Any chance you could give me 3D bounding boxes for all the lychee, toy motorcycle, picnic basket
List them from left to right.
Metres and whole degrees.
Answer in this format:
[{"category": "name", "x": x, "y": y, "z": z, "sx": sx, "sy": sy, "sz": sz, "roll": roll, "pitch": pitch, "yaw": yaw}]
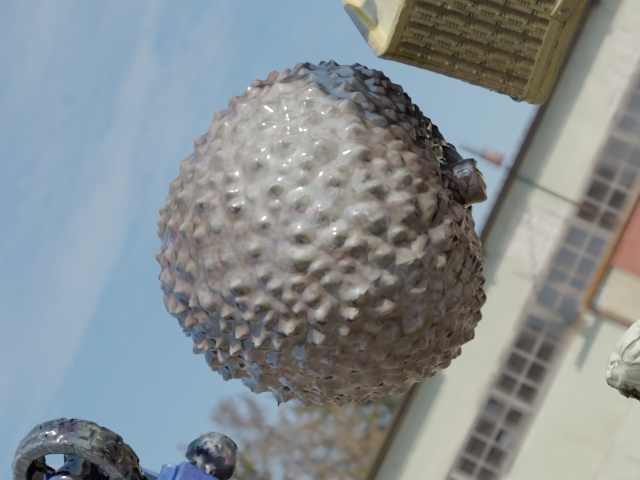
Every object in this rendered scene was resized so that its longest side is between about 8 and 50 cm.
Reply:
[{"category": "toy motorcycle", "x": -0.066, "y": 0.159, "z": 0.729, "sx": 0.114, "sy": 0.205, "sz": 0.076, "roll": -53, "pitch": 12, "yaw": 36}, {"category": "lychee", "x": 0.000, "y": -0.004, "z": 1.210, "sx": 0.300, "sy": 0.300, "sz": 0.300, "roll": -58, "pitch": -15, "yaw": -25}, {"category": "picnic basket", "x": 0.164, "y": -0.306, "z": 1.339, "sx": 0.228, "sy": 0.175, "sz": 0.313, "roll": -111, "pitch": 38, "yaw": -65}]

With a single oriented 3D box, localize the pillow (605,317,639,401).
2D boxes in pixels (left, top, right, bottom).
[{"category": "pillow", "x": 0.268, "y": 0.082, "z": 0.891, "sx": 0.128, "sy": 0.051, "sz": 0.229, "roll": -42, "pitch": -51, "yaw": 14}]
